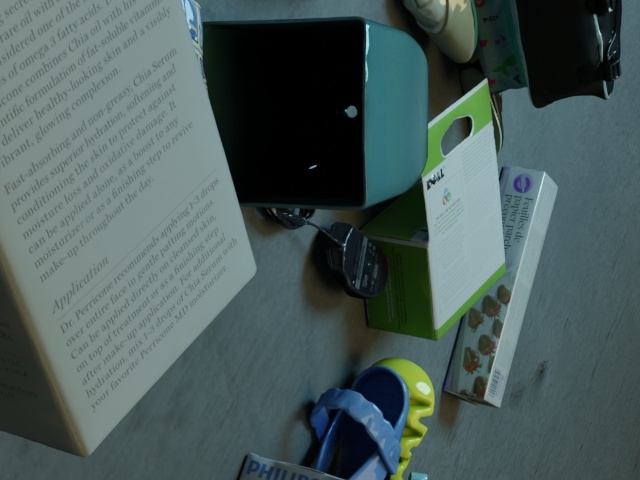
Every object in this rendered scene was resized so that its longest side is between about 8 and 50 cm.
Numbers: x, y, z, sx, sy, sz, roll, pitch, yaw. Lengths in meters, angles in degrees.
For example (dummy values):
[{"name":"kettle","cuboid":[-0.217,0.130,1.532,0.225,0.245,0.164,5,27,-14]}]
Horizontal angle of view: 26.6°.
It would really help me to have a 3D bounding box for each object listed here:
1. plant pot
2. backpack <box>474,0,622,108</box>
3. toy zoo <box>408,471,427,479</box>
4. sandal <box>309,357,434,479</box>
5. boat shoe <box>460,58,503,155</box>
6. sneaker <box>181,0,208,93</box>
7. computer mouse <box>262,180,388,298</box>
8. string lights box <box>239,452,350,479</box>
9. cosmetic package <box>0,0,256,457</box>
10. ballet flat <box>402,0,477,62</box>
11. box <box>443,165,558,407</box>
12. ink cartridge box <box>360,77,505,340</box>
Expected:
[{"name":"plant pot","cuboid":[0.012,-0.121,1.290,0.234,0.165,0.165,-12,103,-65]},{"name":"backpack","cuboid":[0.274,-0.303,1.629,0.253,0.191,0.225,-70,150,-45]},{"name":"toy zoo","cuboid":[0.094,0.420,1.605,0.192,0.030,0.293,-174,-86,-82]},{"name":"sandal","cuboid":[0.033,0.283,1.499,0.138,0.126,0.317,15,78,-54]},{"name":"boat shoe","cuboid":[0.213,-0.168,1.719,0.042,0.049,0.133,-42,129,-35]},{"name":"sneaker","cuboid":[-0.123,-0.153,1.134,0.081,0.080,0.211,-47,137,-38]},{"name":"computer mouse","cuboid":[0.000,0.000,1.435,0.242,0.041,0.071,40,56,-48]},{"name":"string lights box","cuboid":[-0.047,0.358,1.358,0.077,0.133,0.260,44,62,-54]},{"name":"cosmetic package","cuboid":[-0.213,-0.102,0.919,0.230,0.161,0.453,-48,137,-40]},{"name":"ballet flat","cuboid":[0.120,-0.307,1.511,0.086,0.086,0.248,-42,131,-46]},{"name":"box","cuboid":[0.245,0.062,1.825,0.067,0.063,0.324,33,71,-59]},{"name":"ink cartridge box","cuboid":[0.128,-0.042,1.572,0.189,0.097,0.255,-38,128,-48]}]
